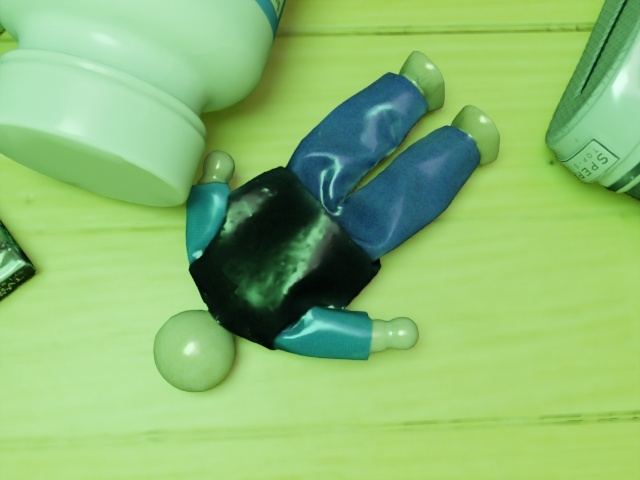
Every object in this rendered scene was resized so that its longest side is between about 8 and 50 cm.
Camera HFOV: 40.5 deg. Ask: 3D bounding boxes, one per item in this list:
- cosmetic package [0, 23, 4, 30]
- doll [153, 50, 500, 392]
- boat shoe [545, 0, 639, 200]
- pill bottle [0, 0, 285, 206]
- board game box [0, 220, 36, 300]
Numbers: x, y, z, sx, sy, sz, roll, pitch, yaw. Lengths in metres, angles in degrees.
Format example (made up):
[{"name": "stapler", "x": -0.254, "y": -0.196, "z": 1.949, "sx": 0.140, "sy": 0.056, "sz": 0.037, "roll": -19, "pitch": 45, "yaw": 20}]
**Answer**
[{"name": "cosmetic package", "x": -0.295, "y": -0.251, "z": 0.315, "sx": 0.377, "sy": 0.284, "sz": 0.097, "roll": 43, "pitch": 79, "yaw": 6}, {"name": "doll", "x": 0.000, "y": 0.000, "z": 0.402, "sx": 0.189, "sy": 0.046, "sz": 0.129, "roll": -42, "pitch": 83, "yaw": -11}, {"name": "boat shoe", "x": 0.233, "y": -0.157, "z": 0.425, "sx": 0.119, "sy": 0.121, "sz": 0.335, "roll": 29, "pitch": 89, "yaw": -5}, {"name": "pill bottle", "x": -0.071, "y": -0.134, "z": 0.386, "sx": 0.124, "sy": 0.124, "sz": 0.222, "roll": 16, "pitch": 78, "yaw": 0}, {"name": "board game box", "x": -0.242, "y": 0.023, "z": 0.392, "sx": 0.186, "sy": 0.026, "sz": 0.126, "roll": -40, "pitch": 83, "yaw": -10}]
